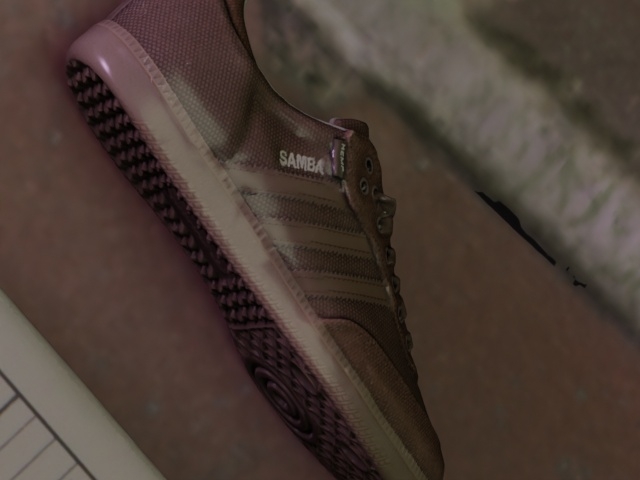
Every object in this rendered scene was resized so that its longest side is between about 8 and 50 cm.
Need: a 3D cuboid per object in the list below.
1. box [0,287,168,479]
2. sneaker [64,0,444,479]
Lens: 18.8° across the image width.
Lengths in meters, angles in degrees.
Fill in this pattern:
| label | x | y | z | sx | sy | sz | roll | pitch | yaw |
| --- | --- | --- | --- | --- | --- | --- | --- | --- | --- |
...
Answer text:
| label | x | y | z | sx | sy | sz | roll | pitch | yaw |
| --- | --- | --- | --- | --- | --- | --- | --- | --- | --- |
| box | -0.108 | 0.112 | 0.525 | 0.148 | 0.127 | 0.232 | -43 | 111 | -15 |
| sneaker | 0.000 | 0.000 | 0.599 | 0.071 | 0.066 | 0.188 | -39 | 110 | -18 |
